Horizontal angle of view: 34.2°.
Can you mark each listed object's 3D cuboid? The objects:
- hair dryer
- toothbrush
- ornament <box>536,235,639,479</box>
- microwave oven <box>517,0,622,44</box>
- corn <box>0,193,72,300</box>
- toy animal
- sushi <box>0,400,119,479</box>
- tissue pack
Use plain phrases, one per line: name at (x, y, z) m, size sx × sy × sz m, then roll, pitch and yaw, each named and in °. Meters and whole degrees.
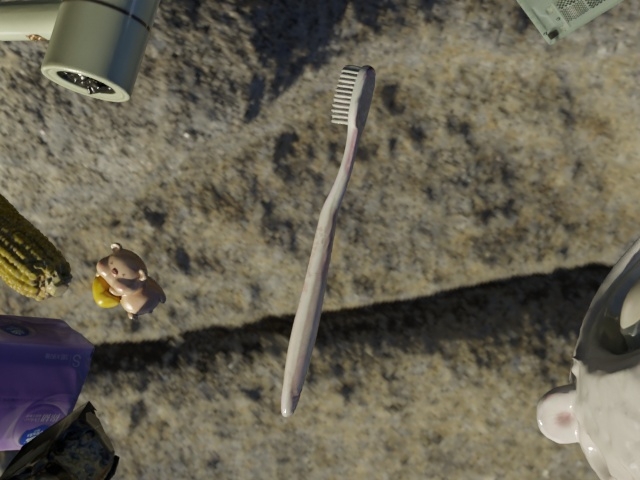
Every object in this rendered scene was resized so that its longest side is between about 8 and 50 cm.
hair dryer at (-0.385, -0.317, 1.504) m, size 0.128 × 0.362 × 0.203 m, roll 24°, pitch 78°, yaw -50°
toothbrush at (0.000, 0.000, 0.886) m, size 0.025 × 0.029 × 0.307 m, roll 10°, pitch 93°, yaw -60°
ornament at (0.383, 0.122, 0.860) m, size 0.337 × 0.337 × 0.337 m, roll -13°, pitch 118°, yaw -27°
microwave oven at (0.189, -0.300, 0.900) m, size 0.122 × 0.162 × 0.208 m, roll -31°, pitch 141°, yaw 20°
corn at (-0.462, -0.013, 1.494) m, size 0.086 × 0.288 × 0.086 m, roll -38°, pitch 152°, yaw -24°
toy animal at (-0.287, 0.063, 1.540) m, size 0.114 × 0.082 × 0.091 m, roll 49°, pitch 55°, yaw 2°
sushi at (-0.363, 0.340, 1.378) m, size 0.134 × 0.273 × 0.109 m, roll -36°, pitch 100°, yaw 16°
tissue pack at (-0.621, 0.265, 1.930) m, size 0.338 × 0.160 × 0.242 m, roll 10°, pitch 104°, yaw -53°
